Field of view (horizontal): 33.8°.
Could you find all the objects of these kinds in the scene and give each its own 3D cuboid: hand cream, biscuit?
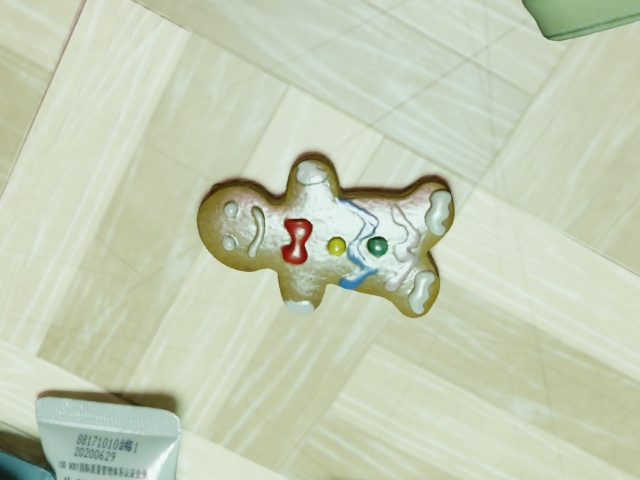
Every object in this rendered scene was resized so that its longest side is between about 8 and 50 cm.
[{"bbox_3d":[-0.193,0.290,0.970,0.139,0.089,0.314,6,111,12],"label":"hand cream"},{"bbox_3d":[0.000,0.000,0.847,0.204,0.031,0.138,10,116,2],"label":"biscuit"}]

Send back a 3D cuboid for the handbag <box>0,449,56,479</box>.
[{"bbox_3d":[-0.352,0.234,0.955,0.221,0.057,0.144,17,122,9],"label":"handbag"}]

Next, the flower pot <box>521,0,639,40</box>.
[{"bbox_3d":[0.229,-0.261,0.577,0.307,0.307,0.244,-14,97,11],"label":"flower pot"}]
